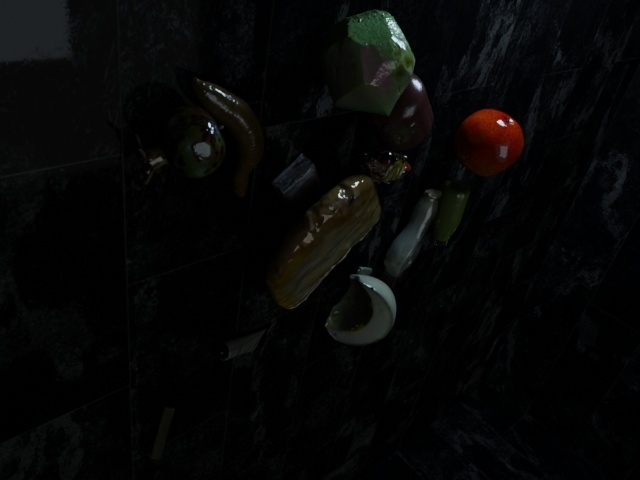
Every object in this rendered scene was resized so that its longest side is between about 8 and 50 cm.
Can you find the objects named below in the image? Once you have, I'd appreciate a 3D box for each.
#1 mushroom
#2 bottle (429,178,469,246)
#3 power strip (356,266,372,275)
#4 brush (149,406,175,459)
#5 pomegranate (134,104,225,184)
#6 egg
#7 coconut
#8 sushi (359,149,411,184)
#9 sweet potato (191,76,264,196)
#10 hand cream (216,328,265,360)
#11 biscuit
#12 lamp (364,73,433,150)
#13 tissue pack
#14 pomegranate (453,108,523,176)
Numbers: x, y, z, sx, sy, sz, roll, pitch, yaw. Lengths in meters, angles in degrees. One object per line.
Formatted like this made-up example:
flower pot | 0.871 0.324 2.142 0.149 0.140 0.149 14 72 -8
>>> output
mushroom | 0.328 -0.027 2.004 0.109 0.097 0.351 11 108 -56
bottle | 0.464 -0.094 2.079 0.112 0.112 0.260 -24 137 -36
power strip | 0.153 0.107 1.980 0.083 0.017 0.027 13 110 -54
brush | -0.464 0.562 1.660 0.034 0.027 0.190 14 109 -15
pomegranate | -0.273 -0.192 1.115 0.169 0.148 0.148 -5 133 -5
egg | 0.161 0.229 1.961 0.271 0.206 0.162 -64 177 33
coconut | 0.110 -0.390 1.286 0.204 0.236 0.236 -22 156 26
sushi | 0.188 -0.213 1.665 0.226 0.103 0.097 0 94 -47
sweet potato | -0.180 -0.230 1.233 0.108 0.079 0.346 -16 141 -2
hand cream | -0.239 0.313 1.681 0.186 0.054 0.087 -6 130 -55
biscuit | -0.001 -0.001 1.554 0.429 0.104 0.446 -46 164 -3
lamp | 0.202 -0.341 1.502 0.180 0.180 0.258 -48 149 -6
tissue pack | -0.049 -0.132 1.480 0.115 0.065 0.155 -44 145 -10
pomegranate | 0.552 -0.315 1.899 0.221 0.221 0.257 -32 169 -28
